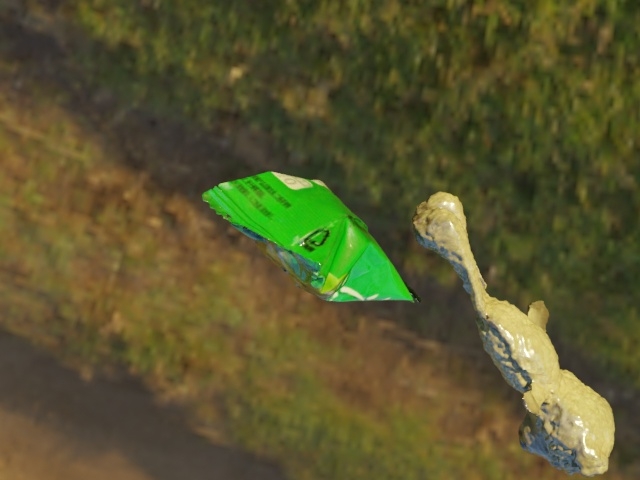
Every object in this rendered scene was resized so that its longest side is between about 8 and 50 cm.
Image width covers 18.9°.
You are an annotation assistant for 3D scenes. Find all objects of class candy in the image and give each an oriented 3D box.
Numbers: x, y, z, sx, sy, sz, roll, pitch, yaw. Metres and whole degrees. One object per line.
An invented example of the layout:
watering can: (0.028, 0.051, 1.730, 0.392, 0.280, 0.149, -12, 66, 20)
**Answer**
candy: (0.004, -0.001, 1.722, 0.078, 0.141, 0.203, -41, 157, 19)

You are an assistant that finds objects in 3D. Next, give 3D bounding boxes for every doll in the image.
doll: (0.177, 0.098, 1.753, 0.091, 0.202, 0.286, -33, 133, 4)
